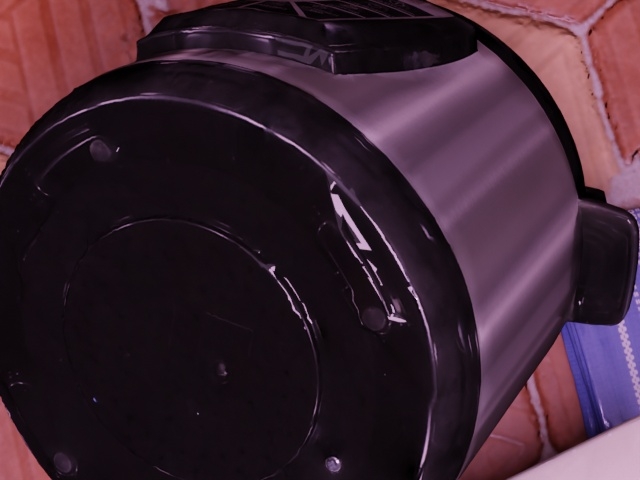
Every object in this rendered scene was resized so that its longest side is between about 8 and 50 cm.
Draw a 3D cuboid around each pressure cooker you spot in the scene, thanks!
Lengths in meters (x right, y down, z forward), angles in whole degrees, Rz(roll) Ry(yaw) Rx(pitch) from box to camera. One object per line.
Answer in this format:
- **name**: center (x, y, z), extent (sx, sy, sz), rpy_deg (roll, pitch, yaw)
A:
- **pressure cooker**: center (-0.002, 0.005, 0.973), extent (0.375, 0.420, 0.370), rpy_deg (-41, 87, 33)

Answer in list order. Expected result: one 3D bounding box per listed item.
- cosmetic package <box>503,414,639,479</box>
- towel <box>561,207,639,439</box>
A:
- **cosmetic package**: center (0.142, 0.256, 0.969), extent (0.296, 0.153, 0.129), rpy_deg (-27, 71, 9)
- **towel**: center (0.378, 0.071, 1.119), extent (0.335, 0.040, 0.243), rpy_deg (-14, 80, 1)
